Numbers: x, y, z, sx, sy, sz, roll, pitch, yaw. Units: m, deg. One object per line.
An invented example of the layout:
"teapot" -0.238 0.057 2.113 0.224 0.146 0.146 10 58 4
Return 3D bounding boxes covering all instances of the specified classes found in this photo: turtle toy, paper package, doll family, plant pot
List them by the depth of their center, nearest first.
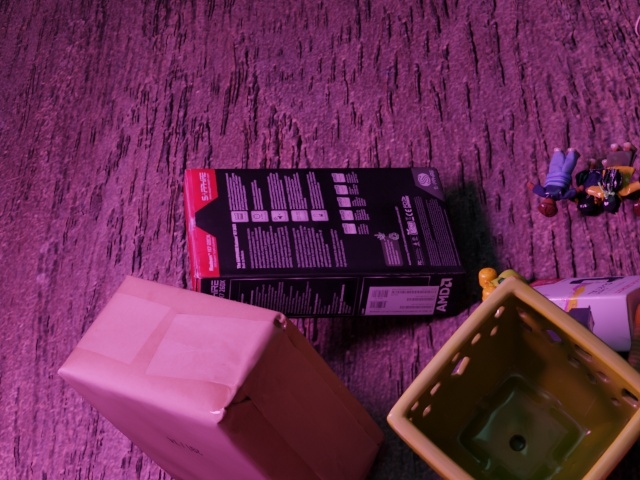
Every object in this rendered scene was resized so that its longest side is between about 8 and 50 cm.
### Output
"plant pot" 0.231 0.212 1.704 0.227 0.207 0.228 40 79 15
"paper package" -0.124 0.214 1.924 0.325 0.309 0.168 11 59 42
"turtle toy" 0.246 0.082 1.952 0.066 0.095 0.130 -7 27 4
"doll family" 0.377 -0.074 2.011 0.193 0.076 0.111 -6 54 40

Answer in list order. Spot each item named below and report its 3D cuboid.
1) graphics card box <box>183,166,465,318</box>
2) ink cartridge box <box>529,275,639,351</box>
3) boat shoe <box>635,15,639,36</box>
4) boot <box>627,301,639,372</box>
"graphics card box" 0.000 0.000 2.063 0.371 0.094 0.233 -2 42 -9
"ink cartridge box" 0.330 0.091 1.838 0.175 0.072 0.127 -4 8 34
"boat shoe" 0.525 -0.341 2.170 0.137 0.049 0.043 -35 41 -3
"boot" 0.497 0.105 1.665 0.295 0.104 0.211 16 76 31
